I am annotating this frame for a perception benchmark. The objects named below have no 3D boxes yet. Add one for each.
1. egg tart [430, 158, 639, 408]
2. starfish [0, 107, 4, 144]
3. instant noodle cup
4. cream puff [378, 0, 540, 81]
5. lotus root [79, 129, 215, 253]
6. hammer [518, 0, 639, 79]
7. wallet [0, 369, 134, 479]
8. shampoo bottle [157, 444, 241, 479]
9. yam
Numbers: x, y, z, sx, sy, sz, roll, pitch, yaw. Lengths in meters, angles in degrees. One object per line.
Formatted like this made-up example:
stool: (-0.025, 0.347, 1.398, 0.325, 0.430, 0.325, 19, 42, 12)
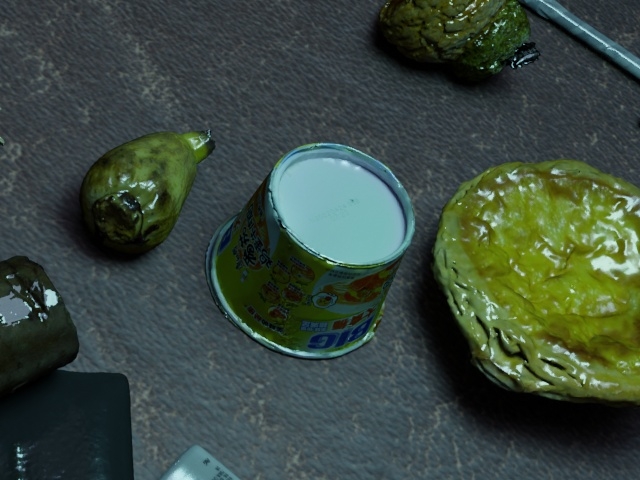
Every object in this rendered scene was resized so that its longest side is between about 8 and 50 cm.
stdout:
egg tart: (0.265, 0.058, 1.742, 0.341, 0.129, 0.341, 11, 53, -15)
starfish: (-0.376, -0.123, 1.666, 0.086, 0.016, 0.092, 44, 56, 9)
instant noodle cup: (0.000, 0.000, 1.653, 0.205, 0.153, 0.205, 13, 50, -16)
cream puff: (0.185, -0.267, 1.933, 0.169, 0.183, 0.183, 47, 48, -13)
lotus root: (-0.178, -0.061, 1.664, 0.108, 0.094, 0.191, 61, 36, -17)
hammer: (0.309, -0.295, 2.083, 0.427, 0.044, 0.152, 34, 48, 3)
wallet: (-0.239, 0.227, 1.448, 0.149, 0.044, 0.250, 5, 54, -16)
shampoo bottle: (-0.057, 0.289, 1.472, 0.227, 0.056, 0.086, 38, 50, 6)
yam: (-0.360, 0.109, 1.408, 0.279, 0.131, 0.131, -25, 68, -27)
